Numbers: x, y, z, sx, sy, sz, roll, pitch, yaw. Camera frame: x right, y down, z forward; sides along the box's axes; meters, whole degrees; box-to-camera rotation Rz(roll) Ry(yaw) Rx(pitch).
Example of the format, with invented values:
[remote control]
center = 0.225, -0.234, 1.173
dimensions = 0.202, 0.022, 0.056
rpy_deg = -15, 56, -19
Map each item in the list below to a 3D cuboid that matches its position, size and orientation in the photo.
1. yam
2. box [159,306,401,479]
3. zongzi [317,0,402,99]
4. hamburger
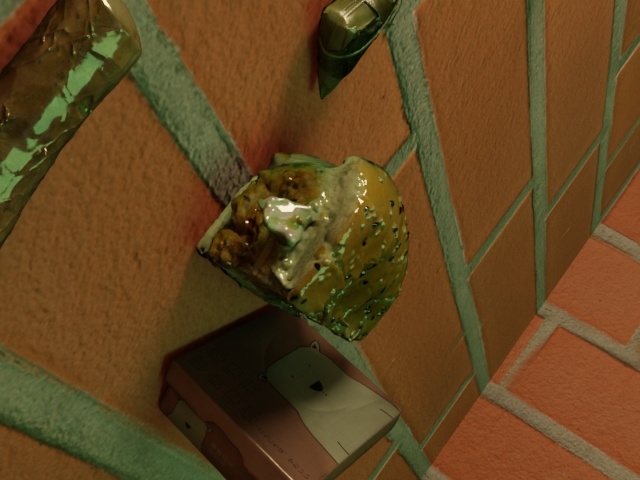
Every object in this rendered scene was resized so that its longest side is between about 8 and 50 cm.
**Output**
[yam]
center = -0.239, -0.020, 0.604
dimensions = 0.357, 0.081, 0.081
rpy_deg = -56, 154, -1
[box]
center = -0.049, 0.201, 1.030
dimensions = 0.215, 0.215, 0.086
rpy_deg = -25, 150, -50
[zongzi]
center = 0.038, -0.218, 0.911
dimensions = 0.109, 0.055, 0.119
rpy_deg = -45, 163, -28
[hamburger]
center = 0.000, 0.000, 0.942
dimensions = 0.192, 0.167, 0.288
rpy_deg = -54, 154, -2
